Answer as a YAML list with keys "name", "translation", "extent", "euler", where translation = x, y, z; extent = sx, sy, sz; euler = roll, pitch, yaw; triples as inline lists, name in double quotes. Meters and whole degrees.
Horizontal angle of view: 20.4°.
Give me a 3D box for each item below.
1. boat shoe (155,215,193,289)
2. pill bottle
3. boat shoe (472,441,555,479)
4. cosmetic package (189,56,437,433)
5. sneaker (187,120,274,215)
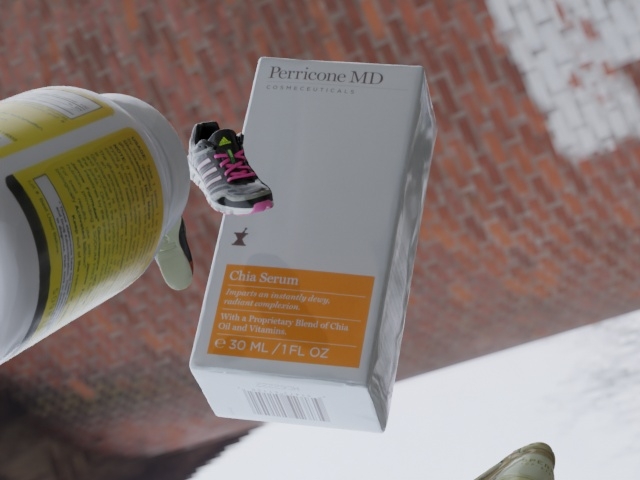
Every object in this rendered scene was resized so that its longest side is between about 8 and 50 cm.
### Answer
- name: "boat shoe"
  translation: [-0.173, -0.011, 2.012]
  extent: [0.043, 0.049, 0.137]
  euler: [-93, -11, -67]
- name: "pill bottle"
  translation: [-0.239, -0.020, 1.435]
  extent: [0.188, 0.188, 0.334]
  euler: [67, -154, -5]
- name: "boat shoe"
  translation: [0.172, 0.324, 1.963]
  extent: [0.104, 0.285, 0.089]
  euler: [34, -137, -12]
- name: "cosmetic package"
  translation: [0.000, 0.000, 2.266]
  extent: [0.161, 0.230, 0.453]
  euler: [71, -154, -60]
- name: "sneaker"
  translation: [-0.107, -0.086, 2.023]
  extent: [0.063, 0.170, 0.075]
  euler: [-13, -59, -24]
